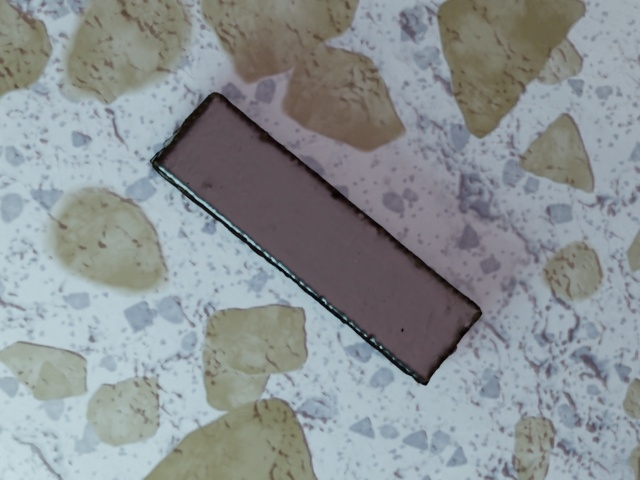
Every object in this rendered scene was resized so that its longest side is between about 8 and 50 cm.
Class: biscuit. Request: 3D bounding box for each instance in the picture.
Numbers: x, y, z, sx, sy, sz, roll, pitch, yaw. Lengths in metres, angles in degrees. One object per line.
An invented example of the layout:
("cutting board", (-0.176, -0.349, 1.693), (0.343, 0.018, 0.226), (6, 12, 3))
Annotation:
("biscuit", (0.000, 0.000, 1.569), (0.388, 0.073, 0.107), (39, 86, -6))
